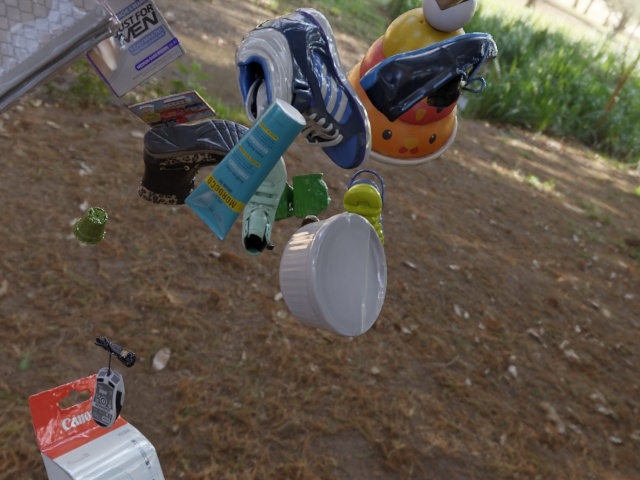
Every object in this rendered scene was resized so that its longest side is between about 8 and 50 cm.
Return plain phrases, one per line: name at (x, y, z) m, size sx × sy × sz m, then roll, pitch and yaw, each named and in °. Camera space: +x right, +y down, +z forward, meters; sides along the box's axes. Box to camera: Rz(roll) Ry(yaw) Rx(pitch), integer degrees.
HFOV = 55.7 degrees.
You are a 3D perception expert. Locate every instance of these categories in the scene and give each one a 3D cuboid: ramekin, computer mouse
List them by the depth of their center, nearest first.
computer mouse at (-0.449, 0.308, 1.300) m, size 0.106 × 0.193 × 0.042 m, roll 16°, pitch 11°, yaw 22°
ramekin at (0.025, 0.076, 1.337) m, size 0.127 × 0.272 × 0.273 m, roll -3°, pitch 8°, yaw 39°

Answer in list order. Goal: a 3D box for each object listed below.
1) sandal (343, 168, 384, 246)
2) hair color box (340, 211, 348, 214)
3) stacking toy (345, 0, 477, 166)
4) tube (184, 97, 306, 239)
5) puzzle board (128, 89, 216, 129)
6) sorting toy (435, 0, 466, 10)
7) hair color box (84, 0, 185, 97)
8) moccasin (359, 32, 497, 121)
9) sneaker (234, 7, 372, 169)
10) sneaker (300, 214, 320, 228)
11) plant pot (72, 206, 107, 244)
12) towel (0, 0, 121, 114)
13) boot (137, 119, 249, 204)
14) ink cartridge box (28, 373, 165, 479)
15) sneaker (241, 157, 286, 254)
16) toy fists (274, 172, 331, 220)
sandal at (0.123, -0.073, 1.655) m, size 0.126 × 0.317 × 0.138 m, roll 9°, pitch 53°, yaw 3°
hair color box at (0.087, -0.060, 1.989) m, size 0.072 × 0.043 × 0.141 m, roll 10°, pitch 26°, yaw 42°
stacking toy at (0.236, -0.439, 1.472) m, size 0.351 × 0.480 × 0.350 m, roll 5°, pitch 61°, yaw -9°
tube at (-0.103, -0.099, 0.829) m, size 0.080 × 0.207 × 0.052 m, roll 47°, pitch 22°, yaw 13°
puzzle board at (-0.266, -0.233, 1.096) m, size 0.096 × 0.128 × 0.011 m, roll 42°, pitch 38°, yaw -71°
sorting toy at (0.262, -0.383, 0.645) m, size 0.255 × 0.257 × 0.089 m, roll -34°, pitch 94°, yaw -36°
hair color box at (-0.467, -0.499, 1.288) m, size 0.339 × 0.185 × 0.110 m, roll 56°, pitch -12°, yaw -28°
moccasin at (0.219, -0.304, 1.168) m, size 0.342 × 0.138 × 0.116 m, roll -26°, pitch 89°, yaw -28°
sneaker at (-0.042, -0.225, 1.069) m, size 0.130 × 0.322 × 0.236 m, roll 4°, pitch 37°, yaw 40°
sneaker at (0.000, 0.000, 1.691) m, size 0.064 × 0.192 × 0.086 m, roll -5°, pitch 30°, yaw 24°
plant pot at (-0.591, -0.045, 1.572) m, size 0.083 × 0.079 × 0.083 m, roll 20°, pitch 49°, yaw -25°
towel at (-0.449, -0.276, 0.659) m, size 0.317 × 0.332 × 0.053 m, roll 52°, pitch -9°, yaw -16°
boot at (-0.403, -0.245, 1.958) m, size 0.377 × 0.284 × 0.138 m, roll -11°, pitch 63°, yaw -33°
ink cartridge box at (-0.545, 0.533, 1.525) m, size 0.308 × 0.091 × 0.385 m, roll 0°, pitch 71°, yaw -73°
sneaker at (-0.136, -0.085, 1.476) m, size 0.094 × 0.255 × 0.151 m, roll 8°, pitch 34°, yaw -9°
toy fists at (-0.088, -0.138, 1.977) m, size 0.279 × 0.142 × 0.096 m, roll -2°, pitch 4°, yaw 35°
